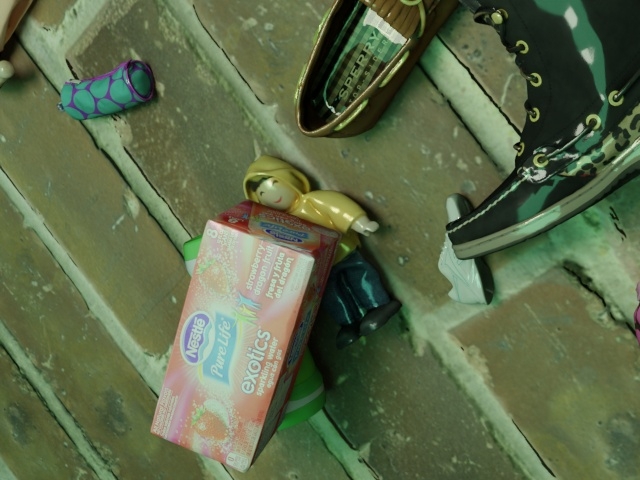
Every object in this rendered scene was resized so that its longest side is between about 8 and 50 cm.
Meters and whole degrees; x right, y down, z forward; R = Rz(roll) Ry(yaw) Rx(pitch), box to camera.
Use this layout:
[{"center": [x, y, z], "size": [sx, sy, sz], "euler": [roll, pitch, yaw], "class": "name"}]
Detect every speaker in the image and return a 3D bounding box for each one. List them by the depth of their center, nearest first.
[{"center": [-0.095, 0.121, 1.221], "size": [0.131, 0.131, 0.296], "euler": [-18, 97, 32], "class": "speaker"}]

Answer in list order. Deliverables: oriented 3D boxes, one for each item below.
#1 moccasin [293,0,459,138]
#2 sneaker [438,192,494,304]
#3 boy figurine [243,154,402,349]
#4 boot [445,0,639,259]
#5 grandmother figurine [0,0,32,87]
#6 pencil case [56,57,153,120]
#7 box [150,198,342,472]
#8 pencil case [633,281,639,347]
[{"center": [0.073, -0.286, 0.980], "size": [0.139, 0.147, 0.380], "euler": [42, 121, 10], "class": "moccasin"}, {"center": [0.177, 0.015, 1.082], "size": [0.061, 0.054, 0.152], "euler": [-7, 104, 33], "class": "sneaker"}, {"center": [0.000, 0.000, 1.152], "size": [0.177, 0.092, 0.285], "euler": [-30, 94, 35], "class": "boy figurine"}, {"center": [0.243, -0.174, 0.931], "size": [0.377, 0.138, 0.284], "euler": [-36, 89, 29], "class": "boot"}, {"center": [-0.536, -0.323, 1.335], "size": [0.342, 0.104, 0.207], "euler": [-50, 53, 34], "class": "grandmother figurine"}, {"center": [-0.324, -0.227, 1.265], "size": [0.152, 0.064, 0.070], "euler": [-9, 127, 30], "class": "pencil case"}, {"center": [-0.094, 0.117, 1.072], "size": [0.142, 0.154, 0.299], "euler": [20, 107, 9], "class": "box"}, {"center": [0.457, 0.079, 0.931], "size": [0.209, 0.095, 0.098], "euler": [-4, 135, 29], "class": "pencil case"}]
